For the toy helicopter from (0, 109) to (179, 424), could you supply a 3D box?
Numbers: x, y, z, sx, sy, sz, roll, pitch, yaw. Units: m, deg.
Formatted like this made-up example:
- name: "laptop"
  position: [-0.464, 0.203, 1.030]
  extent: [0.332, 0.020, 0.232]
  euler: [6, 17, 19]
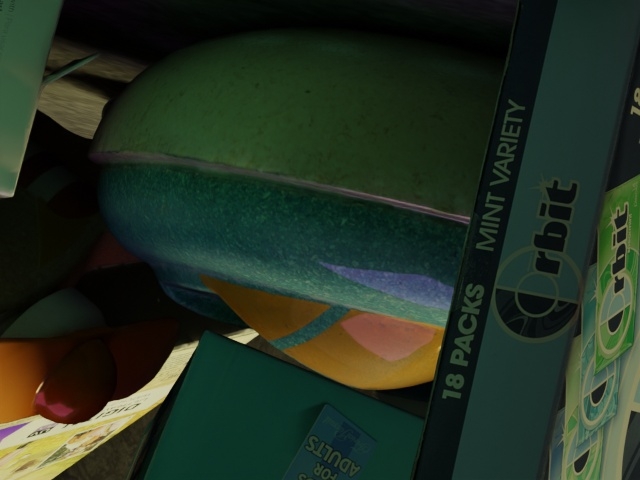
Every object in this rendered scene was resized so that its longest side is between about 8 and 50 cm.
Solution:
- name: "toy helicopter"
  position: [-0.112, -0.007, 0.902]
  extent: [0.355, 0.140, 0.235]
  euler: [-4, -135, -31]

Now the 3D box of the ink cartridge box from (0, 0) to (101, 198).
- name: "ink cartridge box"
  position: [-0.163, -0.071, 0.750]
  extent: [0.143, 0.090, 0.092]
  euler: [15, 176, -17]

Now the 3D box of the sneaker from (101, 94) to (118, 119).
- name: "sneaker"
  position: [-0.074, -0.057, 1.085]
  extent: [0.098, 0.038, 0.069]
  euler: [14, 178, -5]

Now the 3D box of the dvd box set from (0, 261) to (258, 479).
- name: "dvd box set"
  position: [-0.264, 0.135, 1.128]
  extent: [0.307, 0.062, 0.420]
  euler: [-11, 161, -46]

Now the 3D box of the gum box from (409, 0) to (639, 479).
- name: "gum box"
  position: [0.096, 0.019, 0.602]
  extent: [0.041, 0.157, 0.184]
  euler: [11, 176, 30]

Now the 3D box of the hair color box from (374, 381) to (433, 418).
- name: "hair color box"
  position: [0.213, 0.110, 0.982]
  extent: [0.347, 0.105, 0.174]
  euler: [10, 146, 18]

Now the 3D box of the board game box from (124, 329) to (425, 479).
- name: "board game box"
  position: [0.072, 0.162, 0.910]
  extent: [0.336, 0.079, 0.254]
  euler: [23, 163, -4]

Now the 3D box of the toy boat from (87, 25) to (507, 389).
- name: "toy boat"
  position: [0.069, 0.018, 0.771]
  extent: [0.318, 0.148, 0.267]
  euler: [15, 176, -22]
